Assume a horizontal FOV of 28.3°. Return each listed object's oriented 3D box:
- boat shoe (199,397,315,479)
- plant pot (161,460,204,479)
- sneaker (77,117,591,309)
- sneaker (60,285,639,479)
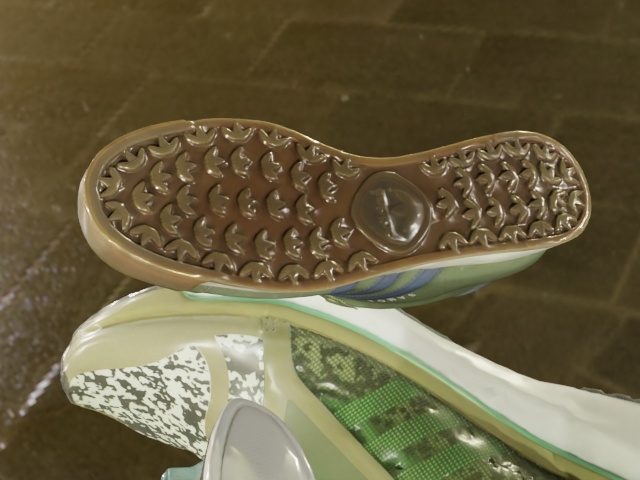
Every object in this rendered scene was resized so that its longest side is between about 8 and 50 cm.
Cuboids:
[{"bbox_3d":[-0.023,0.106,0.399,0.038,0.046,0.125,-46,37,30],"label":"boat shoe"},{"bbox_3d":[-0.072,0.324,1.258,0.196,0.293,0.293,9,41,-8],"label":"plant pot"},{"bbox_3d":[0.000,0.000,0.479,0.192,0.086,0.064,-2,70,-22],"label":"sneaker"},{"bbox_3d":[0.032,0.146,0.648,0.410,0.158,0.182,16,56,16],"label":"sneaker"}]
